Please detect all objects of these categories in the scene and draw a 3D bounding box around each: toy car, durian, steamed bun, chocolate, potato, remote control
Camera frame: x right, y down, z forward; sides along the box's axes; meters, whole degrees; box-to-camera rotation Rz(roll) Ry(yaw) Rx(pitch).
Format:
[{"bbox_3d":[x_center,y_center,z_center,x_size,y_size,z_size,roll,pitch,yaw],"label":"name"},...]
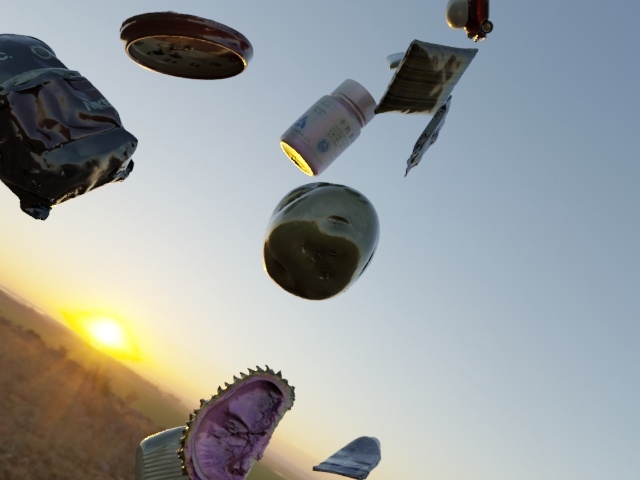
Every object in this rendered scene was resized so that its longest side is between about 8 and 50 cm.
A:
[{"bbox_3d":[0.370,-0.571,1.352,0.112,0.139,0.112,-5,13,4],"label":"toy car"},{"bbox_3d":[-0.202,0.409,1.196,0.191,0.341,0.112,44,-35,-10],"label":"durian"},{"bbox_3d":[-0.482,0.822,1.784,0.236,0.247,0.383,-34,-107,63],"label":"steamed bun"},{"bbox_3d":[0.223,-0.213,1.106,0.028,0.182,0.086,34,-13,15],"label":"chocolate"},{"bbox_3d":[0.000,0.000,1.083,0.221,0.243,0.326,27,-1,-2],"label":"potato"},{"bbox_3d":[0.203,-0.469,1.397,0.061,0.162,0.029,-9,-64,6],"label":"remote control"}]

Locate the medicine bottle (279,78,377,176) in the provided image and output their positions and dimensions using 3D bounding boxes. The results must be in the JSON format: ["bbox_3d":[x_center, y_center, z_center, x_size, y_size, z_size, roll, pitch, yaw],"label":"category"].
[{"bbox_3d":[0.024,-0.304,1.448,0.152,0.254,0.152,45,-6,6],"label":"medicine bottle"}]

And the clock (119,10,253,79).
[{"bbox_3d":[-0.322,-0.477,1.311,0.319,0.080,0.318,2,-2,0],"label":"clock"}]

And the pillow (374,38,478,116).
[{"bbox_3d":[0.258,-0.392,1.327,0.052,0.208,0.212,63,-37,30],"label":"pillow"}]

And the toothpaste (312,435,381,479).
[{"bbox_3d":[0.083,0.480,1.187,0.068,0.099,0.282,66,15,15],"label":"toothpaste"}]

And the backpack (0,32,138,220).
[{"bbox_3d":[-0.256,-0.114,0.487,0.165,0.120,0.106,48,-44,1],"label":"backpack"}]
